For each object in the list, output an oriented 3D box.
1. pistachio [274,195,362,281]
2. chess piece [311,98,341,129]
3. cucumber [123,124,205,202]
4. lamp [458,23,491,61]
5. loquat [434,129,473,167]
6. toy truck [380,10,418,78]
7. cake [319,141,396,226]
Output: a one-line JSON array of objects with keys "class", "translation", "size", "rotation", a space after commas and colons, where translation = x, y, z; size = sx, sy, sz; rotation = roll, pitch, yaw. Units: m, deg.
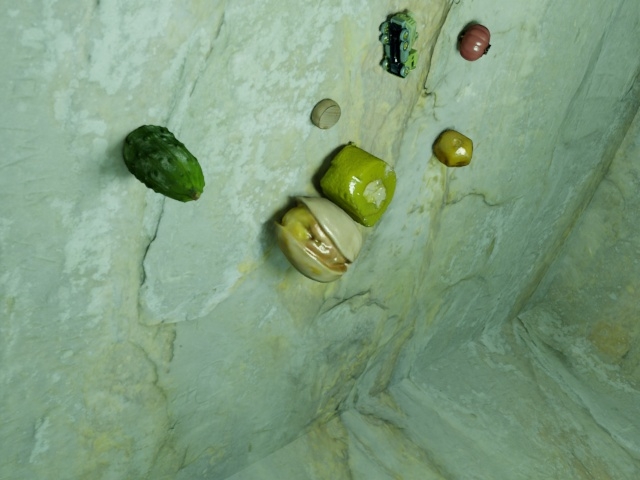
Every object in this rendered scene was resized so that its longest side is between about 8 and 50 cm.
[{"class": "pistachio", "translation": [0.000, 0.000, 2.257], "size": [0.230, 0.230, 0.309], "rotation": [-48, 131, 3]}, {"class": "chess piece", "translation": [0.016, -0.336, 2.068], "size": [0.083, 0.038, 0.084], "rotation": [-32, 147, -24]}, {"class": "cucumber", "translation": [-0.326, -0.152, 1.700], "size": [0.134, 0.244, 0.134], "rotation": [-25, 136, -27]}, {"class": "lamp", "translation": [0.446, -0.571, 2.245], "size": [0.108, 0.092, 0.107], "rotation": [-63, 178, -4]}, {"class": "loquat", "translation": [0.431, -0.290, 2.509], "size": [0.113, 0.137, 0.137], "rotation": [-64, 153, -22]}, {"class": "toy truck", "translation": [0.219, -0.524, 2.060], "size": [0.100, 0.077, 0.169], "rotation": [-45, 147, -28]}, {"class": "cake", "translation": [0.114, -0.166, 2.261], "size": [0.179, 0.156, 0.260], "rotation": [-57, 155, -11]}]
